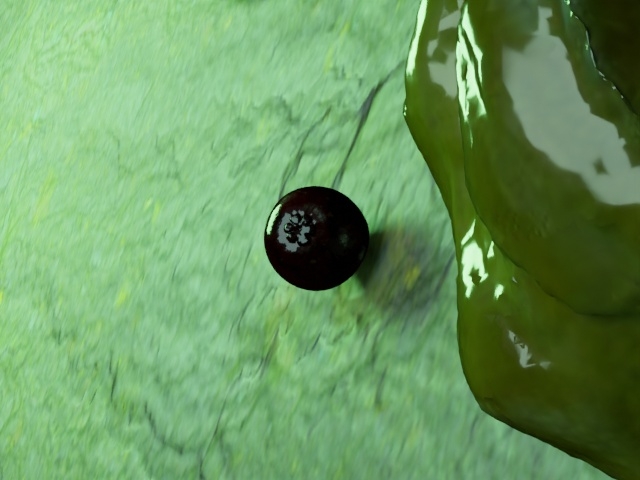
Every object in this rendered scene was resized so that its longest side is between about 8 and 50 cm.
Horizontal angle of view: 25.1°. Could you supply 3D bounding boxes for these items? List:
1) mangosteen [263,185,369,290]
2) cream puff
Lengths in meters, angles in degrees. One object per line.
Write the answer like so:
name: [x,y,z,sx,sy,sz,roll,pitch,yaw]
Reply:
mangosteen: [-0.001,-0.001,1.091,0.081,0.081,0.081,-35,46,47]
cream puff: [0.210,-0.029,0.501,0.275,0.378,0.378,87,-172,-70]
